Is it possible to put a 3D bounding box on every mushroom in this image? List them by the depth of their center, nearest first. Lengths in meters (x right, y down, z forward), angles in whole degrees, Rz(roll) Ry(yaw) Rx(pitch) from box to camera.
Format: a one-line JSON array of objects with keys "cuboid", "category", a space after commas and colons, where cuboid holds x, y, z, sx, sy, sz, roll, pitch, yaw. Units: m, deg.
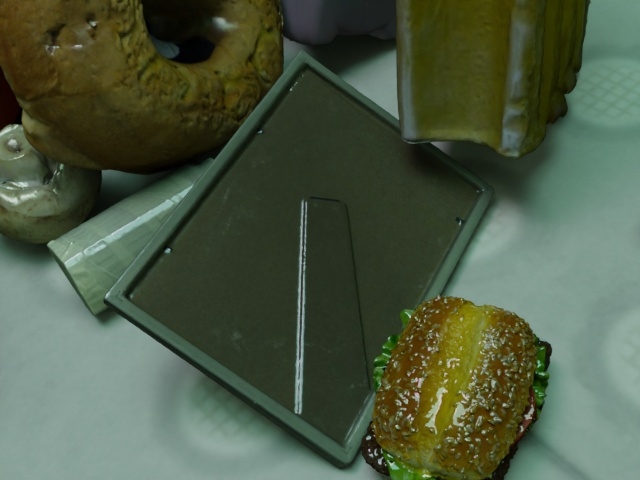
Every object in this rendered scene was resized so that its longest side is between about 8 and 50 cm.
[{"cuboid": [-0.300, -0.063, 0.887, 0.148, 0.112, 0.148, -3, 56, 4], "category": "mushroom"}]

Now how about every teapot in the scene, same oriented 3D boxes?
[{"cuboid": [-0.165, -0.018, 0.850, 0.200, 0.077, 0.107, -33, 32, -17], "category": "teapot"}]

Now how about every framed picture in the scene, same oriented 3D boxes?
[{"cuboid": [0.000, 0.000, 0.751, 0.240, 0.020, 0.324, 35, 59, -4], "category": "framed picture"}]

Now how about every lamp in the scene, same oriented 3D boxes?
[{"cuboid": [-0.026, -0.381, 1.021, 0.247, 0.247, 0.301, -17, 44, -32], "category": "lamp"}]

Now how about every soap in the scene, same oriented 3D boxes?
[{"cuboid": [0.177, -0.283, 0.792, 0.156, 0.335, 0.293, 8, 34, 20], "category": "soap"}]

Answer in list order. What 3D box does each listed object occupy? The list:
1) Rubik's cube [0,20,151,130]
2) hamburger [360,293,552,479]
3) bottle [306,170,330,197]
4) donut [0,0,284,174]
[{"cuboid": [-0.360, -0.281, 1.000, 0.248, 0.250, 0.246, -32, 51, -19], "category": "Rubik's cube"}, {"cuboid": [0.101, 0.116, 0.666, 0.137, 0.087, 0.166, 15, 55, 23], "category": "hamburger"}, {"cuboid": [-0.027, -0.011, 0.806, 0.083, 0.083, 0.269, 13, 56, 21], "category": "bottle"}, {"cuboid": [-0.174, -0.210, 0.849, 0.150, 0.299, 0.317, -1, 42, 36], "category": "donut"}]
